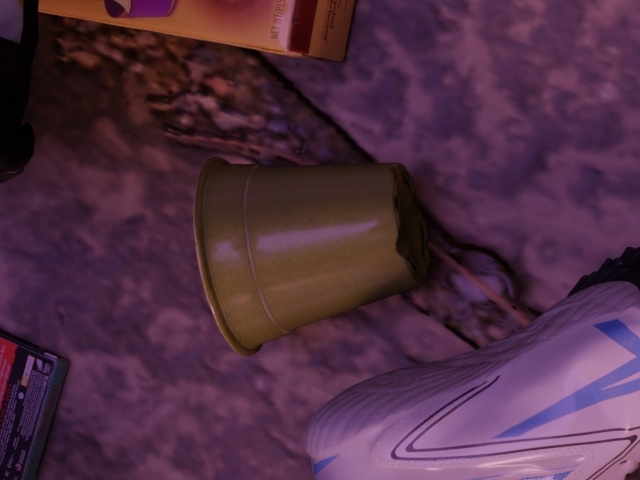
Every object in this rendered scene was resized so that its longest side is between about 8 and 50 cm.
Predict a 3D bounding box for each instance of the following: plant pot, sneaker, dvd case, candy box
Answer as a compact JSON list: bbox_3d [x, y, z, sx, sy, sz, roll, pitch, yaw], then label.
[{"bbox_3d":[0.000,0.000,0.755,0.079,0.083,0.083,-10,83,17],"label":"plant pot"},{"bbox_3d":[0.107,0.059,0.694,0.237,0.085,0.086,-26,102,22],"label":"sneaker"},{"bbox_3d":[-0.179,0.076,0.883,0.119,0.013,0.087,20,98,27],"label":"dvd case"},{"bbox_3d":[-0.071,-0.144,0.809,0.186,0.053,0.109,12,95,31],"label":"candy box"}]

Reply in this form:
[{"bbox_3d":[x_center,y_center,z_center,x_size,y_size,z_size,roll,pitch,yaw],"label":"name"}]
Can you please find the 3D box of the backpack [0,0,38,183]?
[{"bbox_3d":[-0.218,-0.215,0.743,0.290,0.273,0.355,6,77,60],"label":"backpack"}]
